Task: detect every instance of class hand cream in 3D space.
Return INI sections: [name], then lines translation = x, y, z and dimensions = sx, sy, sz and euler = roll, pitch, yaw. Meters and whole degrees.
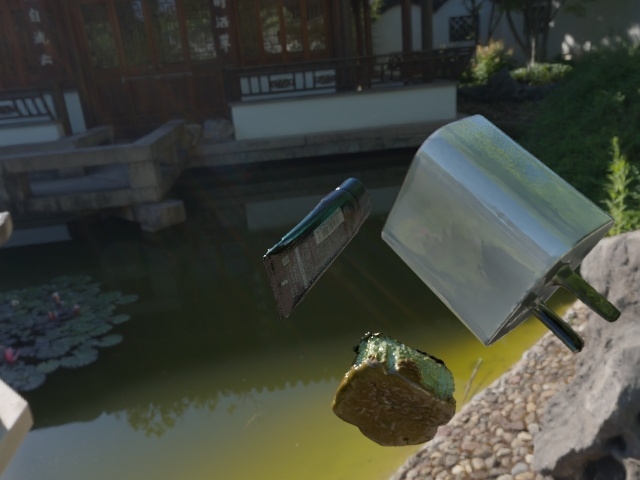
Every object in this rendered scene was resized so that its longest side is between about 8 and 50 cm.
[hand cream]
translation = 0.000, 0.000, 0.846
dimensions = 0.061, 0.120, 0.270
euler = 10, 39, 29

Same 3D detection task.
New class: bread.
[bread]
translation = 0.091, 0.195, 0.669
dimensions = 0.140, 0.128, 0.069
euler = 26, 31, 3

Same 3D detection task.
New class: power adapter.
[power adapter]
translation = 0.205, 0.011, 0.590
dimensions = 0.124, 0.187, 0.255
euler = -23, 59, -31
